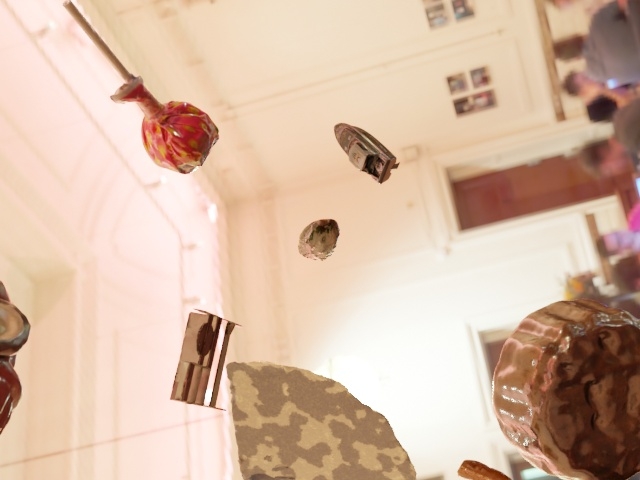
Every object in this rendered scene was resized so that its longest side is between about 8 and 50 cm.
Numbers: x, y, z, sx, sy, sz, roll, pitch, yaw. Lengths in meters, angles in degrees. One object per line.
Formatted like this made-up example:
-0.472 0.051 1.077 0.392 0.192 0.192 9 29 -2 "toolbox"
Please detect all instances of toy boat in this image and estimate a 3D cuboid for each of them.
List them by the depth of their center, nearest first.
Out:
0.070 -0.157 1.839 0.141 0.060 0.055 44 132 31 "toy boat"

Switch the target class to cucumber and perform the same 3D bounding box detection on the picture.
0.000 0.000 1.753 0.107 0.067 0.035 101 162 -65 "cucumber"

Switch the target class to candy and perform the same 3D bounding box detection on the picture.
-0.290 -0.244 1.706 0.365 0.124 0.124 53 -157 -43 "candy"

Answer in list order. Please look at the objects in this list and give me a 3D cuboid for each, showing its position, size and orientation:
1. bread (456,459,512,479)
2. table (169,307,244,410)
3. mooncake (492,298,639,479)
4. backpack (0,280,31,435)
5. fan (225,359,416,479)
0.255 0.368 1.672 0.047 0.083 0.036 26 -95 -62 "bread"
-0.193 0.192 1.729 0.175 0.062 0.146 35 -115 -65 "table"
0.422 0.240 1.700 0.161 0.290 0.290 -172 66 -72 "mooncake"
-0.326 0.114 0.775 0.229 0.229 0.139 -92 3 -49 "backpack"
0.002 0.170 0.824 0.009 0.131 0.240 -83 -28 -53 "fan"
